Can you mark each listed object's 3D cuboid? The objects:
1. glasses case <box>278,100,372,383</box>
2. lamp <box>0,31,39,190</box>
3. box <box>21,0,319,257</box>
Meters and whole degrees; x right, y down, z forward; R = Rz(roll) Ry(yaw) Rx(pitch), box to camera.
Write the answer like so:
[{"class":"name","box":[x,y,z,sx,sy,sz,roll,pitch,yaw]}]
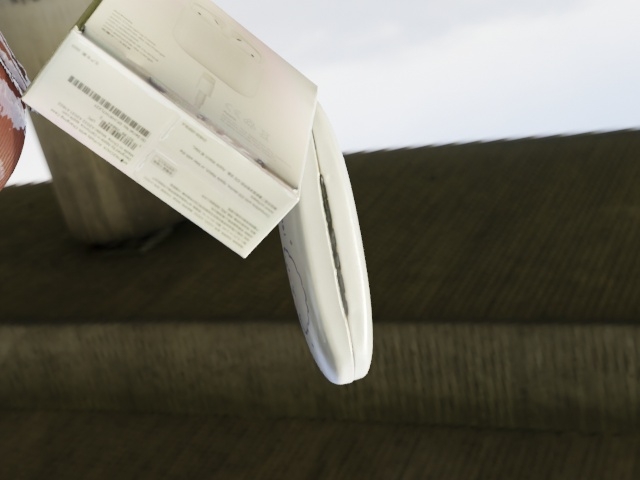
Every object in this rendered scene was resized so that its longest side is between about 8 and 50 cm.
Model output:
[{"class":"glasses case","box":[0.000,0.000,0.728,0.049,0.197,0.076,-12,-171,-12]},{"class":"lamp","box":[-0.311,-0.108,0.794,0.180,0.258,0.180,-6,-119,10]},{"class":"box","box":[-0.067,-0.076,0.550,0.051,0.130,0.129,-45,-161,25]}]
